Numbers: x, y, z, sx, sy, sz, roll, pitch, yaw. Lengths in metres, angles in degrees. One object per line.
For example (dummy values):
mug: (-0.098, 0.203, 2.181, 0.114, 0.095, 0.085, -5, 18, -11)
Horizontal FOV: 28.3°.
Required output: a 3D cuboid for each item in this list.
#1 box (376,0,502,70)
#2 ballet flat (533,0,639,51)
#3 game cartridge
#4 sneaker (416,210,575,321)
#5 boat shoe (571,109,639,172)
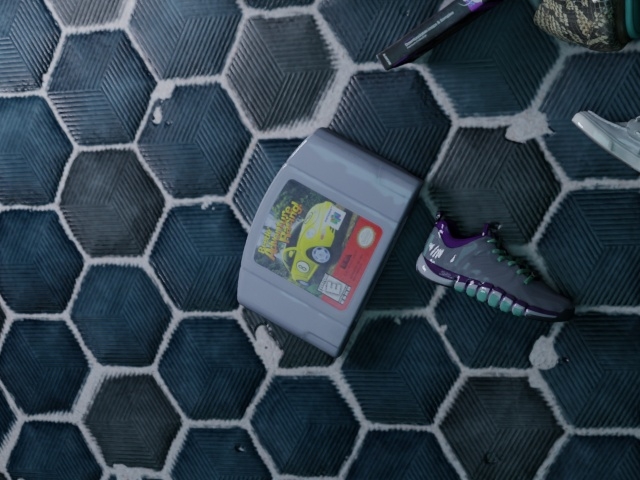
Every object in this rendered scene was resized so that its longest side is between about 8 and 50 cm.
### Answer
box: (0.157, -0.277, 1.638, 0.162, 0.116, 0.029, -34, 89, 23)
ballet flat: (0.328, -0.471, 1.516, 0.182, 0.164, 0.483, 15, 112, 25)
game cartridge: (0.000, 0.000, 1.799, 0.196, 0.060, 0.294, 29, 111, 14)
sneaker: (0.242, 0.036, 1.709, 0.223, 0.083, 0.098, 20, 104, 14)
boat shoe: (0.411, -0.123, 1.620, 0.184, 0.066, 0.063, 33, 98, 11)
